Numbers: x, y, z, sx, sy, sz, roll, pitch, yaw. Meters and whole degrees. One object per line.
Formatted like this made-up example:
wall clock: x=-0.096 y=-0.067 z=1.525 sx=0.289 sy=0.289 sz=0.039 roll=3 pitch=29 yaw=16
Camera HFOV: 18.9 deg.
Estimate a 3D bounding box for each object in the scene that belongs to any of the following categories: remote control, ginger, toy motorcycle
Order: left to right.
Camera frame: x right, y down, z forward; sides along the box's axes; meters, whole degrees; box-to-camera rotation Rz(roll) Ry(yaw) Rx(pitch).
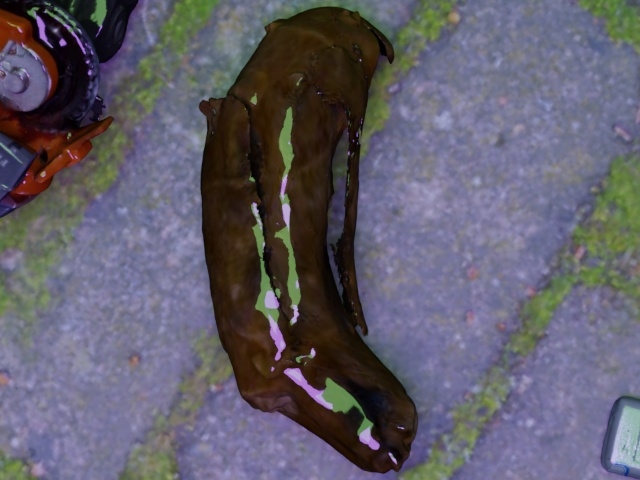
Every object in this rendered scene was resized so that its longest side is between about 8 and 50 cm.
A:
toy motorcycle: x=-0.298 y=-0.130 z=1.242 sx=0.326 sy=0.148 sz=0.221 roll=38 pitch=121 yaw=-3
ginger: x=-0.013 y=-0.004 z=1.239 sx=0.133 sy=0.107 sz=0.309 roll=2 pitch=82 yaw=-19
remote control: x=0.246 y=0.139 z=1.243 sx=0.124 sy=0.018 sz=0.053 roll=13 pitch=83 yaw=5

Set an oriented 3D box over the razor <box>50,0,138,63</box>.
razor: x=-0.195 y=-0.181 z=1.294 sx=0.148 sy=0.054 sz=0.090 roll=21 pitch=85 yaw=7
